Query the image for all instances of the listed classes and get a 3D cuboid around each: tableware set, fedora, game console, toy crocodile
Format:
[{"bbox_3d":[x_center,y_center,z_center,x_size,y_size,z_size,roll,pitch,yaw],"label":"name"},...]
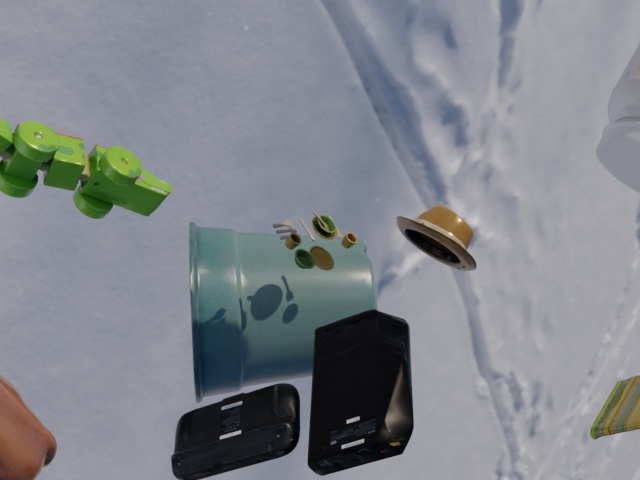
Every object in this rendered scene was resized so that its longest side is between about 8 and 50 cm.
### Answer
[{"bbox_3d":[0.000,0.000,1.374,0.154,0.104,0.024,-8,150,-49],"label":"tableware set"},{"bbox_3d":[0.244,-0.016,1.721,0.079,0.194,0.194,-55,149,-10],"label":"fedora"},{"bbox_3d":[-0.045,0.221,1.137,0.044,0.361,0.213,53,28,-36],"label":"game console"},{"bbox_3d":[-0.395,-0.121,1.356,0.340,0.105,0.115,18,131,-32],"label":"toy crocodile"}]

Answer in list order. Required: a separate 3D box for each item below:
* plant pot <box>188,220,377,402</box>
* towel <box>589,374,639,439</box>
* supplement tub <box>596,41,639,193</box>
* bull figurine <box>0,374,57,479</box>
[{"bbox_3d":[-0.077,0.126,1.640,0.334,0.341,0.341,-3,126,-8],"label":"plant pot"},{"bbox_3d":[0.435,0.194,1.058,0.102,0.021,0.237,-48,-174,-31],"label":"towel"},{"bbox_3d":[0.551,-0.223,1.200,0.325,0.235,0.235,-60,150,-6],"label":"supplement tub"},{"bbox_3d":[-0.329,0.105,0.650,0.188,0.101,0.310,-20,126,3],"label":"bull figurine"}]
